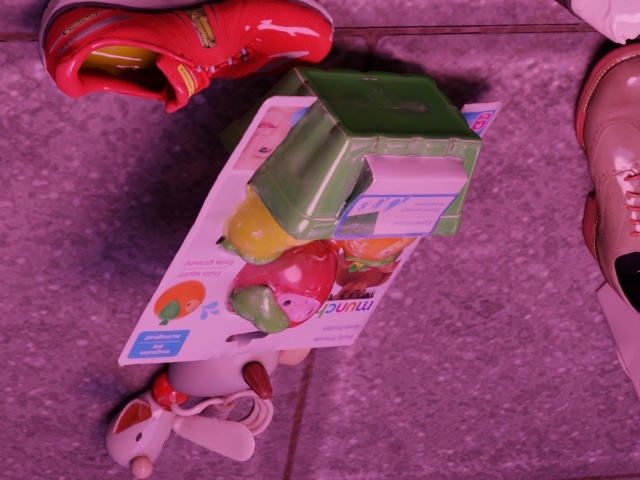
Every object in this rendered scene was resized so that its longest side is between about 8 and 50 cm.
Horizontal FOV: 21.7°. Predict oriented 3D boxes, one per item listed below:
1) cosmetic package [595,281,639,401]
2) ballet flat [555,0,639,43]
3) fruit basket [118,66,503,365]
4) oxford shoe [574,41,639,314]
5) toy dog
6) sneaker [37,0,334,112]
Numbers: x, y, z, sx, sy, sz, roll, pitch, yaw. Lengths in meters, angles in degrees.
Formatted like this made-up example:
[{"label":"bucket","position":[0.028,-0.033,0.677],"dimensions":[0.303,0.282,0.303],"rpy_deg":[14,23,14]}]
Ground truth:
[{"label":"cosmetic package","position":[0.504,0.034,1.871],"dimensions":[0.156,0.217,0.385],"rpy_deg":[16,132,-29]},{"label":"ballet flat","position":[0.320,-0.231,1.619],"dimensions":[0.280,0.096,0.095],"rpy_deg":[14,132,-27]},{"label":"fruit basket","position":[0.000,0.000,1.668],"dimensions":[0.327,0.165,0.353],"rpy_deg":[-1,128,-42]},{"label":"oxford shoe","position":[0.350,-0.061,1.784],"dimensions":[0.123,0.130,0.348],"rpy_deg":[-15,138,0]},{"label":"toy dog","position":[-0.127,0.178,1.888],"dimensions":[0.220,0.161,0.333],"rpy_deg":[2,136,-16]},{"label":"sneaker","position":[-0.120,-0.168,1.550],"dimensions":[0.279,0.118,0.107],"rpy_deg":[-4,138,-11]}]
